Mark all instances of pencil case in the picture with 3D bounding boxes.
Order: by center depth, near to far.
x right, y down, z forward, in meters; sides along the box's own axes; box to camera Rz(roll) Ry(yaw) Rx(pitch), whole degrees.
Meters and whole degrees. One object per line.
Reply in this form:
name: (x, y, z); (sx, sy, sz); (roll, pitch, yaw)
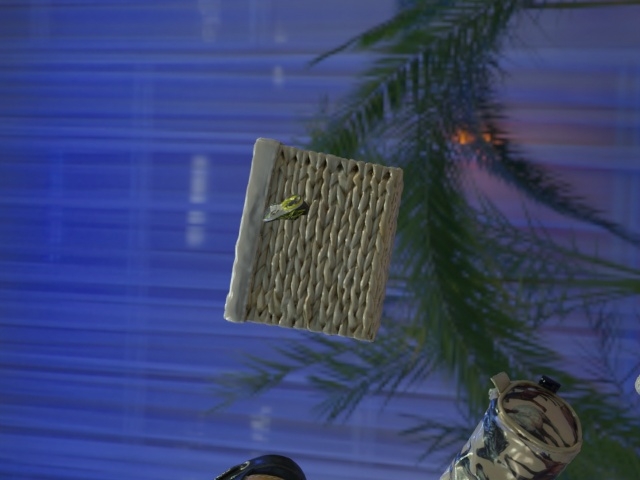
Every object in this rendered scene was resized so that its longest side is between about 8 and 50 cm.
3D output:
pencil case: (0.310, 0.420, 1.818); (0.160, 0.183, 0.410); (-13, -38, -37)

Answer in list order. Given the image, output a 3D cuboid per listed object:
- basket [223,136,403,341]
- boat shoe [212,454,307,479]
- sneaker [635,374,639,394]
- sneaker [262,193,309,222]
basket: (0.000, 0.000, 1.834); (0.328, 0.266, 0.331); (7, -88, -85)
boat shoe: (-0.168, 0.459, 1.292); (0.500, 0.187, 0.156); (-51, 11, 25)
sneaker: (0.500, 0.236, 1.337); (0.076, 0.166, 0.065); (-46, -25, -63)
sneaker: (-0.052, -0.040, 1.520); (0.035, 0.083, 0.031); (43, -135, -29)
